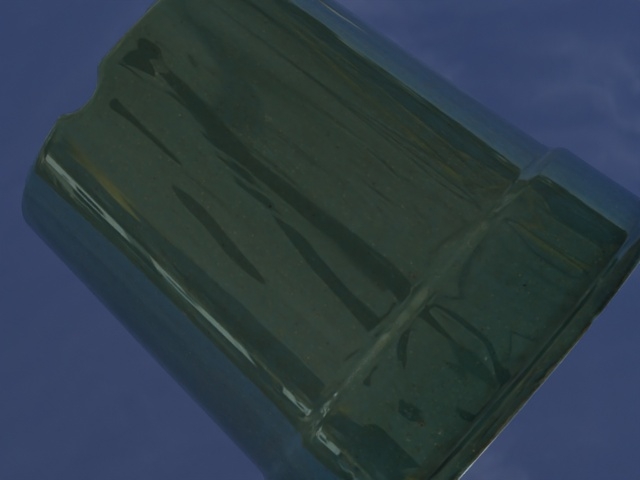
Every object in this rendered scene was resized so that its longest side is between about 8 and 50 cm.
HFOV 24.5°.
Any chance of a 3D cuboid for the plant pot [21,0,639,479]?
[{"bbox_3d":[0.000,0.000,1.011,0.334,0.341,0.341,40,-105,6],"label":"plant pot"}]
